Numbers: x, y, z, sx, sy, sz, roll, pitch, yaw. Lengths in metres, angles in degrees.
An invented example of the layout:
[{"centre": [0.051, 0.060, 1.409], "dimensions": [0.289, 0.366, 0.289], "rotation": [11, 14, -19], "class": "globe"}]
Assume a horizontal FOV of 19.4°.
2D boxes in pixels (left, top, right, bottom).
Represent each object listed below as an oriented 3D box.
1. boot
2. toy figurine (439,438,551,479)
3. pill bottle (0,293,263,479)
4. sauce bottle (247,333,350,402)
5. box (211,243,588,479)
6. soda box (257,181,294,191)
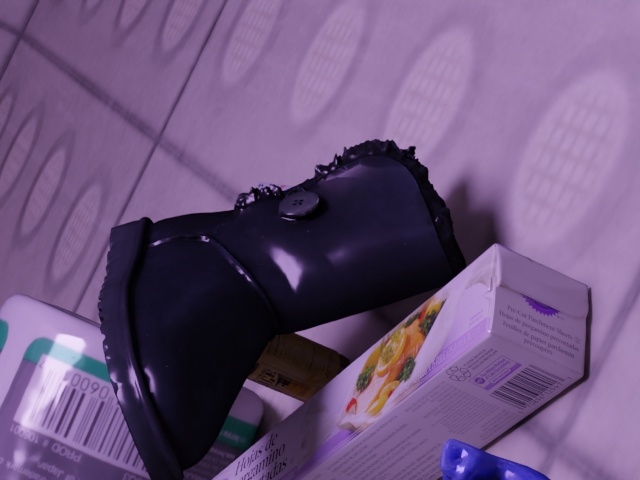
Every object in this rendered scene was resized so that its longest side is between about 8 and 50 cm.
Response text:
[{"centre": [-0.018, 0.029, 1.092], "dimensions": [0.207, 0.094, 0.246], "rotation": [-18, 26, 4], "class": "boot"}, {"centre": [0.066, 0.160, 0.681], "dimensions": [0.362, 0.217, 0.191], "rotation": [-57, 19, 0], "class": "toy figurine"}, {"centre": [-0.198, 0.237, 1.310], "dimensions": [0.361, 0.204, 0.204], "rotation": [-66, 21, -4], "class": "pill bottle"}, {"centre": [-0.043, 0.072, 1.227], "dimensions": [0.042, 0.128, 0.042], "rotation": [-53, 23, 34], "class": "sauce bottle"}, {"centre": [0.033, 0.112, 1.088], "dimensions": [0.324, 0.067, 0.063], "rotation": [-44, 27, 45], "class": "box"}, {"centre": [0.000, 0.000, 1.297], "dimensions": [0.058, 0.063, 0.183], "rotation": [-67, 21, -5], "class": "soda box"}]
